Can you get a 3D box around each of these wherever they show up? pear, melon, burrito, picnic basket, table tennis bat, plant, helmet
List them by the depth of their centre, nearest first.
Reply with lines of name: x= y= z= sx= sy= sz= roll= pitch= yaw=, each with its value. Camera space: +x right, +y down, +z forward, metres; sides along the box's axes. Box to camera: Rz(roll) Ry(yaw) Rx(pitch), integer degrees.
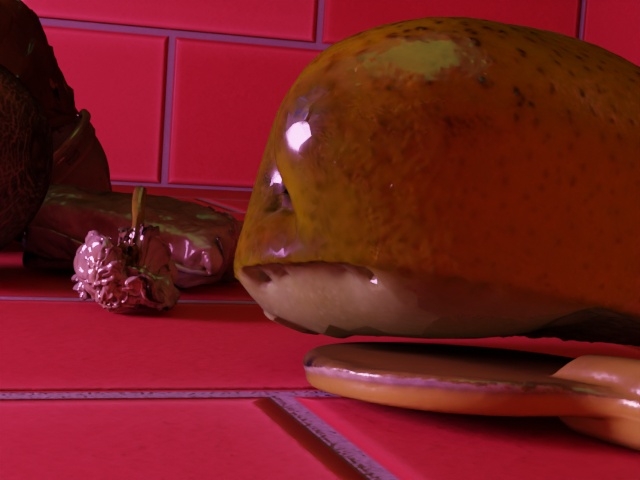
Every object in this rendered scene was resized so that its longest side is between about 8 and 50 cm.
table tennis bat: x=0.146 y=0.094 z=0.762 sx=0.224 sy=0.054 sz=0.369 roll=2 pitch=1 yaw=-40
pear: x=0.085 y=-0.043 z=0.842 sx=0.342 sy=0.238 sz=0.318 roll=-1 pitch=-13 yaw=41
plant: x=-0.167 y=0.008 z=1.107 sx=0.104 sy=0.122 sz=0.116 roll=14 pitch=-6 yaw=-21
melon: x=-0.420 y=-0.082 z=1.199 sx=0.302 sy=0.237 sz=0.237 roll=-2 pitch=4 yaw=8
burrito: x=-0.230 y=-0.007 z=1.319 sx=0.348 sy=0.107 sz=0.175 roll=8 pitch=-7 yaw=26
picnic basket: x=-0.498 y=-0.214 z=1.440 sx=0.337 sy=0.337 sz=0.293 roll=5 pitch=2 yaw=10
helmet: x=-0.359 y=-0.060 z=1.598 sx=0.258 sy=0.137 sz=0.204 roll=-3 pitch=41 yaw=50
